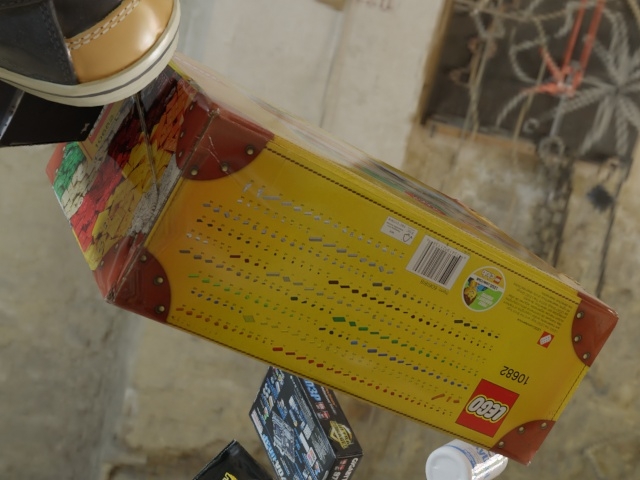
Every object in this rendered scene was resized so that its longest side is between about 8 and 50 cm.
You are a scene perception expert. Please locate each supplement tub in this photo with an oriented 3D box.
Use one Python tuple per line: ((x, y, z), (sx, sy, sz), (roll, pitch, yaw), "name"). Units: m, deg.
((0.194, 0.294, 1.447), (0.071, 0.071, 0.107), (25, 23, 32), "supplement tub")

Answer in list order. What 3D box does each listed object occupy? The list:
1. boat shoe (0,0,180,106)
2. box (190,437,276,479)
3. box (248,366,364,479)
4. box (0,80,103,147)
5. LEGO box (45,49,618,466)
((-0.337, -0.244, 0.845), (0.500, 0.187, 0.156), (20, -27, 22), "boat shoe")
((0.020, 0.322, 0.926), (0.257, 0.079, 0.322), (41, -14, 26), "box")
((-0.027, 0.283, 1.619), (0.051, 0.175, 0.220), (-3, 44, -29), "box")
((-0.314, -0.184, 1.021), (0.207, 0.108, 0.153), (32, 16, 11), "box")
((0.000, 0.000, 1.156), (0.500, 0.193, 0.372), (25, 10, -28), "LEGO box")
